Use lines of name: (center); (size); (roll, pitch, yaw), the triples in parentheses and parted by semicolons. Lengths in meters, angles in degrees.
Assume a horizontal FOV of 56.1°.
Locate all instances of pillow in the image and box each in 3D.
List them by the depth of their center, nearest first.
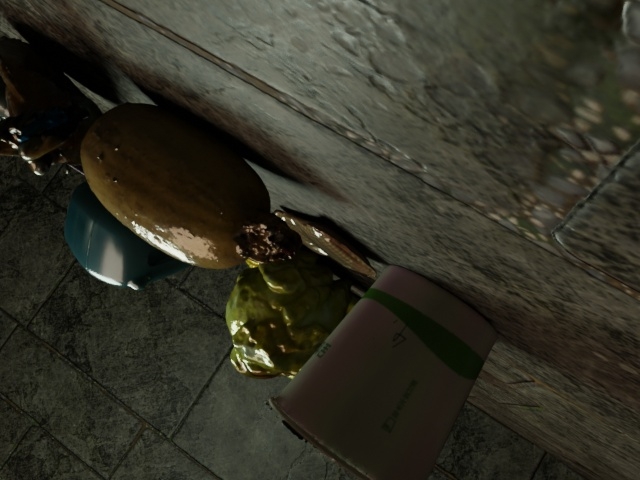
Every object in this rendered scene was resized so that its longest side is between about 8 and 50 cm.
pillow: (0.002, 0.001, 0.947); (0.135, 0.034, 0.211); (35, 174, -24)

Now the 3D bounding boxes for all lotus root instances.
lotus root: (-0.175, -0.061, 0.785); (0.343, 0.169, 0.151); (33, -151, 23)

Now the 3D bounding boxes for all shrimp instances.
shrimp: (-0.413, -0.208, 0.909); (0.221, 0.110, 0.445); (51, -179, -29)

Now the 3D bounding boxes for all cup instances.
cup: (0.098, 0.193, 0.853); (0.253, 0.274, 0.253); (33, 170, 6)

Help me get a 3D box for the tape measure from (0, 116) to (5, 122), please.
tape measure: (-0.706, -0.316, 1.397); (0.199, 0.112, 0.186); (-6, 168, 8)

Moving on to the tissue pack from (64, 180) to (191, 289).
tissue pack: (-0.340, -0.030, 1.212); (0.206, 0.198, 0.287); (36, -146, 21)

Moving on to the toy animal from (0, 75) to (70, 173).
toy animal: (-0.584, -0.279, 1.252); (0.269, 0.137, 0.082); (43, 168, -8)

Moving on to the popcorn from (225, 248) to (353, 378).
popcorn: (-0.062, 0.156, 1.309); (0.312, 0.312, 0.312); (33, 172, 5)

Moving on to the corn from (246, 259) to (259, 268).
corn: (-0.157, 0.056, 1.709); (0.093, 0.093, 0.244); (36, 171, -20)

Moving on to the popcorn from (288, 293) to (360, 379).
popcorn: (0.015, 0.265, 1.627); (0.325, 0.290, 0.321); (55, 169, -14)

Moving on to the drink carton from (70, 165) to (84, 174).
drink carton: (-0.495, -0.197, 1.382); (0.222, 0.134, 0.102); (35, 171, -15)
